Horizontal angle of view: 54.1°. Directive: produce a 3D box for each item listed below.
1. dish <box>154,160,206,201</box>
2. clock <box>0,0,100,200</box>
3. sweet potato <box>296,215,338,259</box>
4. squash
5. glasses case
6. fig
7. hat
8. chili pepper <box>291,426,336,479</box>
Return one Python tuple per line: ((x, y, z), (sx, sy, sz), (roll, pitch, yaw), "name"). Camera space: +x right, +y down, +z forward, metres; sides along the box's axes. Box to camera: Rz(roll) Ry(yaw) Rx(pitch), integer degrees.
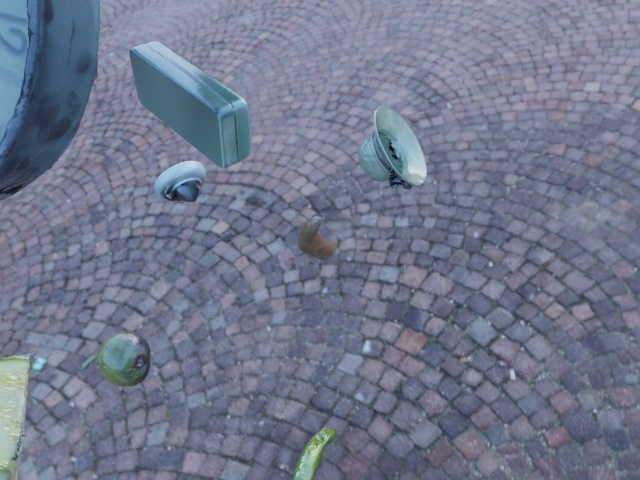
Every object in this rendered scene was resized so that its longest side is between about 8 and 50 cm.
((-0.347, -0.131, 1.613), (0.141, 0.141, 0.078), (-28, 71, -9), "dish")
((-0.304, -0.164, 0.404), (0.325, 0.325, 0.067), (-7, 17, 14), "clock")
((-0.010, 0.003, 1.377), (0.078, 0.255, 0.058), (-23, 71, 4), "sweet potato")
((-0.381, 0.185, 0.712), (0.093, 0.169, 0.252), (6, 42, -23), "squash")
((-0.150, -0.158, 0.714), (0.039, 0.077, 0.184), (-31, 53, -30), "glasses case")
((-0.561, 0.318, 1.681), (0.245, 0.149, 0.149), (-7, 42, 36), "fig")
((0.183, -0.244, 1.796), (0.130, 0.257, 0.257), (-27, 36, 33), "hat")
((-0.015, 0.432, 1.250), (0.050, 0.052, 0.201), (39, 30, 3), "chili pepper")
